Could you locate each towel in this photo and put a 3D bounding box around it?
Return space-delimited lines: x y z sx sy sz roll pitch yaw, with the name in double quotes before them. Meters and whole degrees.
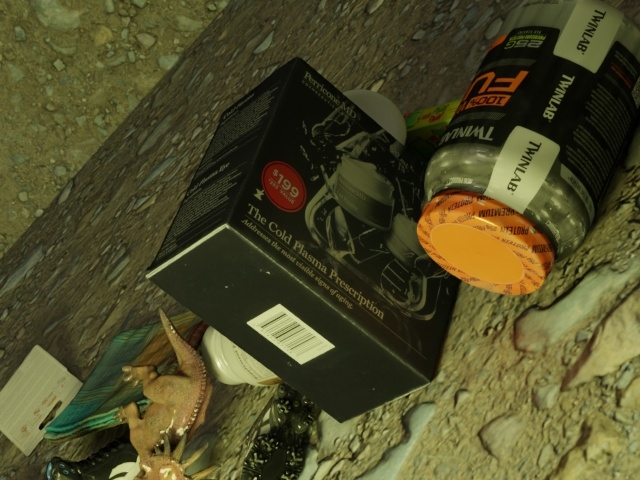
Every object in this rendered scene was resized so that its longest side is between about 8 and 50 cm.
"towel" -0.320 0.224 2.399 0.370 0.040 0.271 -23 26 49

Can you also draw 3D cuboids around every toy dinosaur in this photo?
"toy dinosaur" -0.208 0.256 1.989 0.200 0.127 0.296 15 92 64

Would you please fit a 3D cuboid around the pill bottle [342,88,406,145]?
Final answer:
"pill bottle" 0.045 -0.119 2.054 0.130 0.130 0.246 -58 -4 -19

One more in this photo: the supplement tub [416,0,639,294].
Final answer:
"supplement tub" 0.257 -0.116 1.661 0.207 0.207 0.338 -15 40 55

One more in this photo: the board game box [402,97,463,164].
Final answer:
"board game box" 0.192 -0.153 1.995 0.181 0.092 0.043 -9 44 59

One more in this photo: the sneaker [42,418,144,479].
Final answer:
"sneaker" -0.363 0.357 2.201 0.217 0.121 0.079 -56 23 -15

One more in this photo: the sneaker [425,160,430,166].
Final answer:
"sneaker" 0.131 -0.054 1.990 0.188 0.067 0.078 -36 20 25

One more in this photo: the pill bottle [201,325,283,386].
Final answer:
"pill bottle" -0.068 0.139 1.973 0.229 0.131 0.131 -22 35 50

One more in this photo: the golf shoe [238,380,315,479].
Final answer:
"golf shoe" -0.065 0.283 1.837 0.094 0.077 0.198 -47 13 49

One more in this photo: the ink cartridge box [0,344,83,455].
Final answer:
"ink cartridge box" -0.561 0.326 2.754 0.224 0.056 0.181 27 77 49

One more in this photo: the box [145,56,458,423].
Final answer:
"box" 0.000 0.000 1.783 0.179 0.343 0.313 -31 29 42

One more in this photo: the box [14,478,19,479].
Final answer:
"box" -0.608 0.568 2.410 0.324 0.063 0.067 -51 23 -2
